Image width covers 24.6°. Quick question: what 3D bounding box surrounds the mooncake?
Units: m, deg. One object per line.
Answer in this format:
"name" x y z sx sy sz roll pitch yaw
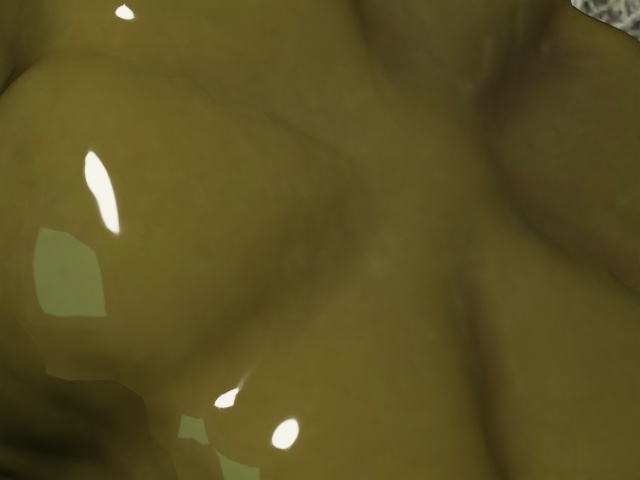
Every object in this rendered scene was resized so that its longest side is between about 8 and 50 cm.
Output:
"mooncake" 0.000 0.000 0.821 0.262 0.467 0.467 -31 87 50
